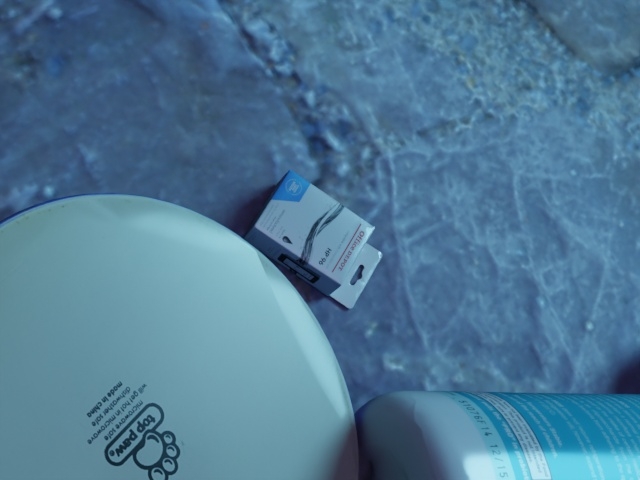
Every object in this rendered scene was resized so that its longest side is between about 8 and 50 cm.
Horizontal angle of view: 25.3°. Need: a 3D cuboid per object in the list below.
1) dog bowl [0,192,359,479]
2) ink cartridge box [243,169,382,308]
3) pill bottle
[{"bbox_3d":[-0.114,0.113,0.750,0.264,0.104,0.265,12,66,-30],"label":"dog bowl"},{"bbox_3d":[0.000,0.000,0.899,0.083,0.028,0.048,34,66,-7],"label":"ink cartridge box"},{"bbox_3d":[0.145,0.161,0.824,0.264,0.146,0.146,4,72,-27],"label":"pill bottle"}]
